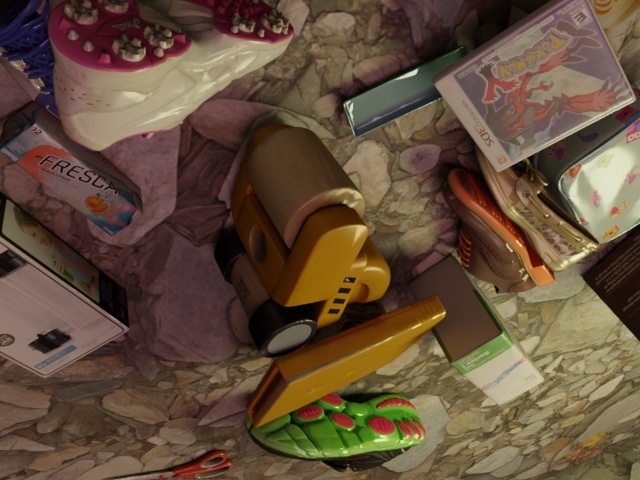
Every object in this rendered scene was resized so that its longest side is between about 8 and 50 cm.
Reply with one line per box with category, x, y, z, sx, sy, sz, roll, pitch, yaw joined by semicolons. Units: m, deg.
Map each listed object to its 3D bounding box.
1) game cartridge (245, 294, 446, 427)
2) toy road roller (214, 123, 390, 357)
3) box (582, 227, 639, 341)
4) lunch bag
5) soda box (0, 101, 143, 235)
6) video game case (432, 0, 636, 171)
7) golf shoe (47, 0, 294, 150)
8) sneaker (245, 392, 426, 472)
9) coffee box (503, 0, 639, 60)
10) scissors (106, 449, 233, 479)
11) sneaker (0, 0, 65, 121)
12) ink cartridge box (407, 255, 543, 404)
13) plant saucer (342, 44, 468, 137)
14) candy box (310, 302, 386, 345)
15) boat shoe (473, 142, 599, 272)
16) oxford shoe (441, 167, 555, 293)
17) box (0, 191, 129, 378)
game cartridge;0.041;0.212;0.979;0.324;0.052;0.285;-19;157;-28
toy road roller;0.000;0.000;0.831;0.241;0.202;0.329;-9;140;-32
box;0.770;0.163;1.164;0.143;0.381;0.191;20;121;-36
lunch bag;0.521;-0.128;0.984;0.224;0.108;0.279;-41;134;14
soda box;-0.310;-0.087;0.705;0.058;0.063;0.183;-33;135;9
video game case;0.283;-0.201;0.736;0.201;0.023;0.183;-29;125;28
golf shoe;-0.147;-0.188;0.583;0.306;0.115;0.140;-34;163;-47
sneaker;0.037;0.463;1.285;0.483;0.185;0.202;17;119;-33
coffee box;0.334;-0.303;0.744;0.141;0.098;0.246;-10;134;-11
scissors;-0.358;0.564;1.329;0.297;0.021;0.109;-11;136;-15
sneaker;-0.291;-0.211;0.512;0.128;0.182;0.315;-22;136;0
ink cartridge box;0.318;0.189;1.129;0.117;0.201;0.278;-36;135;13
plant saucer;0.125;-0.216;0.800;0.192;0.018;0.067;-24;136;2
candy box;0.050;0.207;1.141;0.109;0.053;0.186;9;128;-31
boat shoe;0.357;-0.069;0.929;0.089;0.104;0.285;-33;115;28
oxford shoe;0.302;0.006;1.010;0.133;0.130;0.364;-30;131;25
box;-0.431;0.067;0.783;0.169;0.087;0.290;-29;135;4
